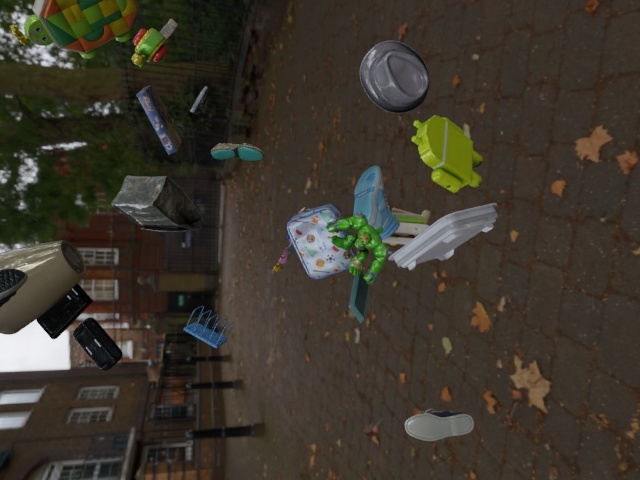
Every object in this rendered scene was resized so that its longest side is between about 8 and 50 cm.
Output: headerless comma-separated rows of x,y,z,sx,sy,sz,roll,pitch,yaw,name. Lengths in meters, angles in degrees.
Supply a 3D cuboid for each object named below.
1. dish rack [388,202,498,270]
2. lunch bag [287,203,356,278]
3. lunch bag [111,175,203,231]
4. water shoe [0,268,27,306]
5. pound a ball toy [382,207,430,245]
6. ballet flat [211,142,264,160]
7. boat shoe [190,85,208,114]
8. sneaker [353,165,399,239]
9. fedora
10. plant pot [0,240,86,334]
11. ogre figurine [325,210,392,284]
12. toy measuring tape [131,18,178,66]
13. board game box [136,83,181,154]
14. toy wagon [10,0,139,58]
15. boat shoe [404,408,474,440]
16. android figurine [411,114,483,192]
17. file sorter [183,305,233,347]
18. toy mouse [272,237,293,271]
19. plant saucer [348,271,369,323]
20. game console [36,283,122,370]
0.413,-0.001,1.569,0.333,0.286,0.072,-47,61,51,dish rack
0.000,0.000,1.990,0.115,0.243,0.303,-62,-49,-68,lunch bag
-0.641,-0.123,1.921,0.287,0.235,0.168,51,-130,-52,lunch bag
-0.769,0.143,1.092,0.203,0.073,0.080,-53,-10,-48,water shoe
0.354,-0.056,2.151,0.208,0.319,0.135,-97,13,-65,pound a ball toy
-0.313,-0.348,1.820,0.073,0.206,0.067,91,-177,-46,ballet flat
-0.523,-0.612,2.086,0.049,0.040,0.142,-8,55,57,boat shoe
0.246,-0.144,1.986,0.127,0.208,0.318,-20,47,44,sneaker
0.286,-0.596,1.717,0.275,0.244,0.124,49,179,-12,fedora
-0.898,0.116,1.492,0.256,0.274,0.256,62,177,5,plant pot
0.107,0.007,1.255,0.118,0.097,0.197,-43,59,34,ogre figurine
-0.607,-0.766,1.789,0.121,0.121,0.330,113,178,-53,toy measuring tape
-0.617,-0.469,1.837,0.165,0.042,0.243,-110,-1,-63,board game box
-0.694,-0.640,1.354,0.068,0.344,0.267,49,164,18,toy wagon
0.409,0.644,1.677,0.079,0.255,0.095,139,126,-74,boat shoe
0.385,-0.269,1.442,0.056,0.273,0.248,-31,41,51,android figurine
-0.486,0.376,2.095,0.104,0.170,0.118,-64,-9,8,file sorter
-0.128,0.057,1.752,0.143,0.031,0.161,-58,2,0,toy mouse
0.116,0.156,1.378,0.067,0.018,0.192,54,-154,-19,plant saucer
-0.891,0.335,1.770,0.213,0.361,0.044,-43,-4,10,game console
